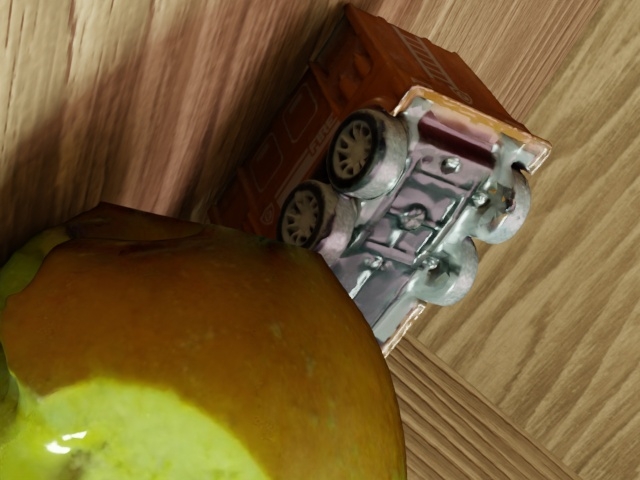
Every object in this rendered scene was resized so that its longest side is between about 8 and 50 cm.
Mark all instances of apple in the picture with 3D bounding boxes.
[{"bbox_3d":[-0.127,0.146,0.812,0.384,0.374,0.374,9,128,-40],"label":"apple"}]

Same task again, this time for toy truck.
[{"bbox_3d":[0.000,0.000,1.123,0.173,0.207,0.387,18,120,-36],"label":"toy truck"}]
